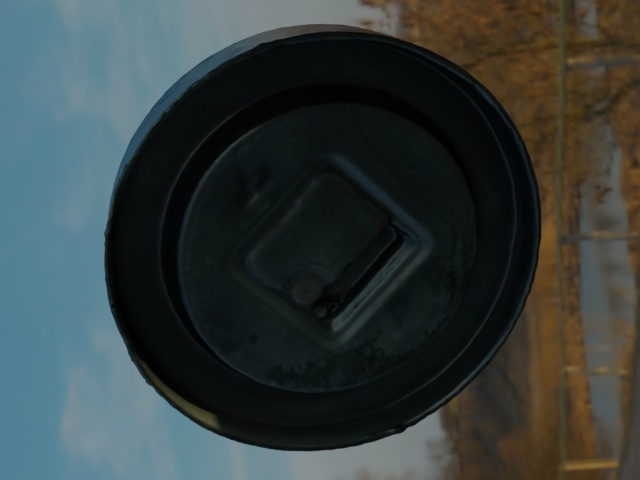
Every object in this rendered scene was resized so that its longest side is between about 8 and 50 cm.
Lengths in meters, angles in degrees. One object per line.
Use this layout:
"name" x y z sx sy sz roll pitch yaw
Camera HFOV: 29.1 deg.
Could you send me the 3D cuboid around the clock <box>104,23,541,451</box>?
"clock" 0.001 0.000 0.897 0.066 0.319 0.318 -124 23 -65
